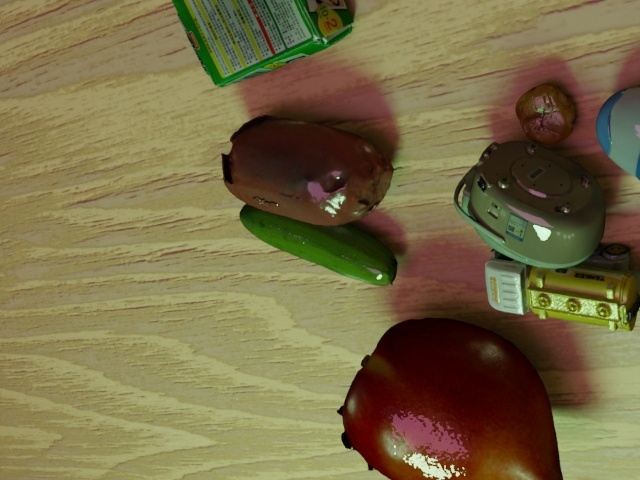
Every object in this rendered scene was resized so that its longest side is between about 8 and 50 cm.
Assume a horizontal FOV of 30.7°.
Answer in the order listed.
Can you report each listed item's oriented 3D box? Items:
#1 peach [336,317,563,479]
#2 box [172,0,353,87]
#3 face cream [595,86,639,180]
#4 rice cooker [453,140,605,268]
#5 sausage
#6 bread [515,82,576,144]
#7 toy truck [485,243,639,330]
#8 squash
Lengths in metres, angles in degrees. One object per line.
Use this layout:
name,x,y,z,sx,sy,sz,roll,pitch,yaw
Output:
peach,0.207,0.243,1.727,0.361,0.257,0.201,26,134,27
box,-0.087,-0.339,1.716,0.250,0.103,0.180,-16,105,40
face cream,0.467,-0.113,1.442,0.264,0.083,0.149,24,125,25
rice cooker,0.285,-0.051,1.569,0.206,0.145,0.127,32,148,19
sausage,-0.024,-0.107,1.774,0.279,0.152,0.152,13,123,29
bread,0.302,-0.171,1.559,0.081,0.046,0.083,10,120,30
toy truck,0.338,0.060,1.620,0.227,0.114,0.098,9,121,34
squash,0.000,-0.001,1.863,0.292,0.082,0.082,22,127,24
